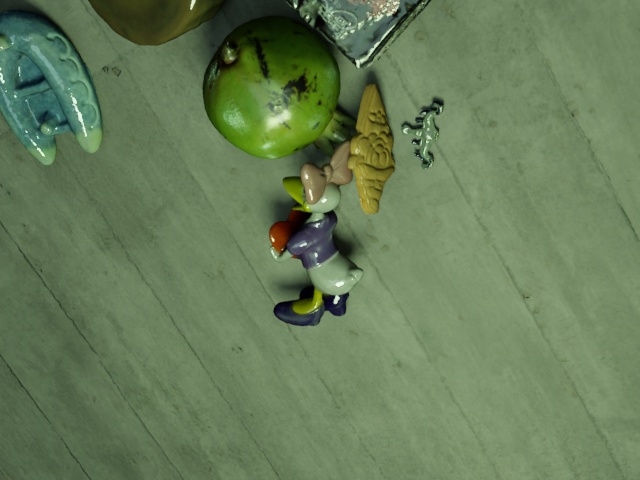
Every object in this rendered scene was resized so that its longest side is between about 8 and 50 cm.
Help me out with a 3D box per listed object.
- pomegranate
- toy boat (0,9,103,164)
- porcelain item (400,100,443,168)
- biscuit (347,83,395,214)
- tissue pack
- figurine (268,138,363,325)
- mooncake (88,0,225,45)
[{"bbox_3d":[-0.064,-0.266,1.615,0.340,0.261,0.260,29,121,-31],"label":"pomegranate"},{"bbox_3d":[-0.595,-0.315,1.797,0.215,0.123,0.330,-9,111,20],"label":"toy boat"},{"bbox_3d":[0.192,-0.209,1.673,0.075,0.021,0.136,13,115,10],"label":"porcelain item"},{"bbox_3d":[0.101,-0.174,1.647,0.035,0.162,0.250,3,102,29],"label":"biscuit"},{"bbox_3d":[0.099,-0.499,1.525,0.245,0.123,0.332,44,114,1],"label":"tissue pack"},{"bbox_3d":[-0.003,0.003,1.709,0.193,0.154,0.421,19,130,36],"label":"figurine"},{"bbox_3d":[-0.304,-0.520,1.591,0.290,0.161,0.291,12,121,22],"label":"mooncake"}]
